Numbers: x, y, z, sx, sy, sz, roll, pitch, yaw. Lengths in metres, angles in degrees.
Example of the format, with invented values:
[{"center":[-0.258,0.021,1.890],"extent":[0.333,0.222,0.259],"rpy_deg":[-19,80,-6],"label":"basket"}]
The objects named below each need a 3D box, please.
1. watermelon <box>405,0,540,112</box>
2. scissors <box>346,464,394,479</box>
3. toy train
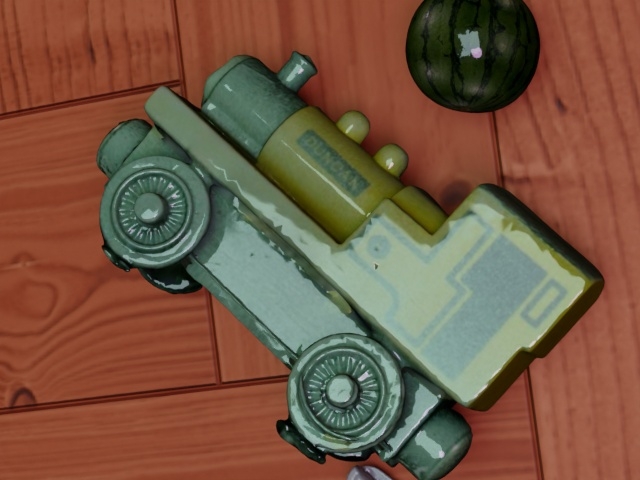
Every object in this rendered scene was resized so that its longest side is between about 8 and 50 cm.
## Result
[{"center":[0.110,-0.146,1.030],"extent":[0.109,0.109,0.109],"rpy_deg":[0,89,19],"label":"watermelon"},{"center":[0.110,0.257,1.057],"extent":[0.242,0.030,0.118],"rpy_deg":[45,101,12],"label":"scissors"},{"center":[0.000,0.000,1.047],"extent":[0.369,0.150,0.237],"rpy_deg":[43,93,15],"label":"toy train"}]
